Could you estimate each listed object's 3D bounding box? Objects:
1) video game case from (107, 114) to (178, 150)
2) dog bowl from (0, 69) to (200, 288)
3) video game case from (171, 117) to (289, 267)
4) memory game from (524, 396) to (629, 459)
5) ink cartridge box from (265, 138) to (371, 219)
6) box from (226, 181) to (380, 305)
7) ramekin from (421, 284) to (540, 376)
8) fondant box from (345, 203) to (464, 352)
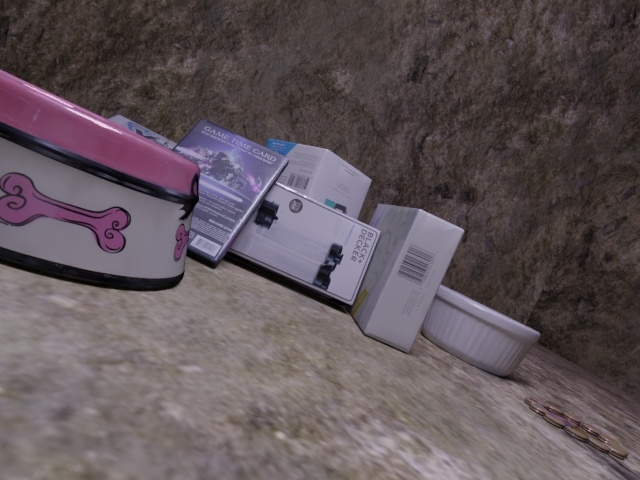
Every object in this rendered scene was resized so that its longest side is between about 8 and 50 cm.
[{"bbox_3d":[-0.471,-0.213,1.337,0.328,0.036,0.300,27,30,-1],"label":"video game case"},{"bbox_3d":[-0.328,-0.097,0.606,0.407,0.151,0.408,25,2,-1],"label":"dog bowl"},{"bbox_3d":[-0.203,-0.098,0.916,0.196,0.274,0.026,25,-36,6],"label":"video game case"},{"bbox_3d":[0.463,0.337,0.925,0.186,0.012,0.186,25,2,-1],"label":"memory game"},{"bbox_3d":[-0.046,-0.069,1.210,0.198,0.270,0.197,19,-3,39],"label":"ink cartridge box"},{"bbox_3d":[-0.043,0.000,1.021,0.289,0.169,0.087,26,-12,-10],"label":"box"},{"bbox_3d":[0.365,0.213,1.204,0.272,0.127,0.273,26,2,-1],"label":"ramekin"},{"bbox_3d":[0.144,0.056,1.028,0.096,0.239,0.330,24,3,-7],"label":"fondant box"}]
